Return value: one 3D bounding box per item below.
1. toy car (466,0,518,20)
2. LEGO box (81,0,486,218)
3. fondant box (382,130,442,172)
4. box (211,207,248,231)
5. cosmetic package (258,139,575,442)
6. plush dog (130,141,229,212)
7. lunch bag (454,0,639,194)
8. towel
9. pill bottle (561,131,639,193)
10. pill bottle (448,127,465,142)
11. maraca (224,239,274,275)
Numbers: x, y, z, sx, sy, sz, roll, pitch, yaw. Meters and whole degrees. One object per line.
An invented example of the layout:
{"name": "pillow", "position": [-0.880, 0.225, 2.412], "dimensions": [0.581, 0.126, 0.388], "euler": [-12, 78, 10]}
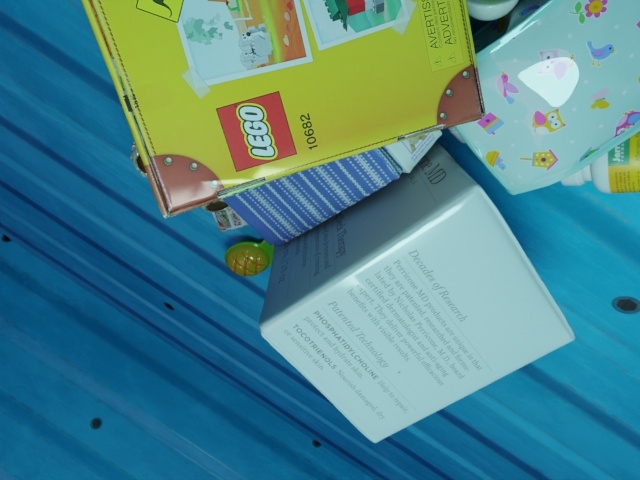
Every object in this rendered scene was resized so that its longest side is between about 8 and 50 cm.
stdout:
{"name": "toy car", "position": [0.243, -0.361, 0.570], "dimensions": [0.136, 0.181, 0.159], "euler": [13, 151, 18]}
{"name": "LEGO box", "position": [-0.070, -0.325, 0.539], "dimensions": [0.193, 0.373, 0.499], "euler": [-131, 24, -73]}
{"name": "fondant box", "position": [0.018, -0.263, 0.824], "dimensions": [0.330, 0.096, 0.238], "euler": [43, 171, -25]}
{"name": "box", "position": [-0.254, -0.129, 1.280], "dimensions": [0.114, 0.036, 0.206], "euler": [-12, 111, 27]}
{"name": "cosmetic package", "position": [0.152, 0.075, 0.893], "dimensions": [0.394, 0.329, 0.327], "euler": [-35, 111, 15]}
{"name": "plush dog", "position": [-0.272, -0.228, 1.132], "dimensions": [0.262, 0.210, 0.225], "euler": [33, 113, -31]}
{"name": "lunch bag", "position": [0.306, -0.212, 0.660], "dimensions": [0.262, 0.160, 0.223], "euler": [-36, 110, 25]}
{"name": "towel", "position": [-0.058, -0.127, 0.841], "dimensions": [0.336, 0.040, 0.243], "euler": [-27, 118, 40]}
{"name": "pill bottle", "position": [0.472, -0.129, 0.715], "dimensions": [0.209, 0.117, 0.117], "euler": [2, 134, 37]}
{"name": "pill bottle", "position": [0.196, -0.263, 0.770], "dimensions": [0.208, 0.119, 0.119], "euler": [43, 143, -14]}
{"name": "maraca", "position": [-0.200, 0.049, 1.468], "dimensions": [0.186, 0.099, 0.127], "euler": [-15, 129, 15]}
